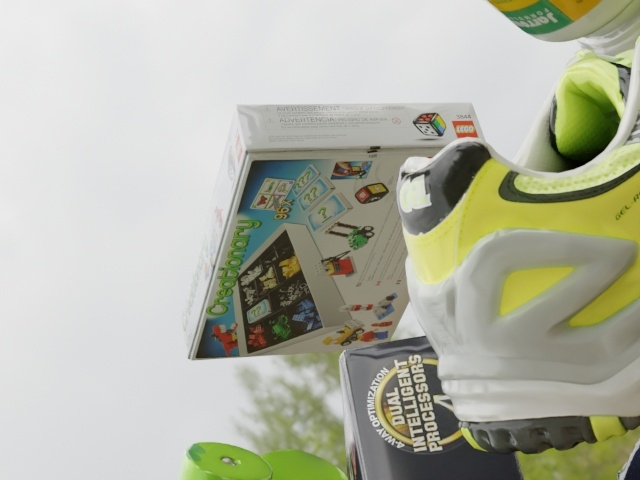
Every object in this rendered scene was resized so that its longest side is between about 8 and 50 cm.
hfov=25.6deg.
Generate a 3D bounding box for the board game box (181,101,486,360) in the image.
[{"bbox_3d":[0.000,0.000,1.181,0.193,0.053,0.305,-2,-34,-17],"label":"board game box"}]

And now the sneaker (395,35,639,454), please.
[{"bbox_3d":[0.201,-0.045,0.692,0.385,0.145,0.147,-31,-80,-32],"label":"sneaker"}]

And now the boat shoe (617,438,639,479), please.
[{"bbox_3d":[0.244,0.204,0.804,0.127,0.158,0.340,-25,-33,-14],"label":"boat shoe"}]

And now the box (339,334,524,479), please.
[{"bbox_3d":[0.084,0.291,0.842,0.097,0.318,0.395,-9,-37,-4],"label":"box"}]

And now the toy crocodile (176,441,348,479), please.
[{"bbox_3d":[-0.087,0.214,0.919,0.340,0.105,0.115,-11,-62,-65],"label":"toy crocodile"}]

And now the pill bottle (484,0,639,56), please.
[{"bbox_3d":[0.131,-0.192,0.842,0.208,0.117,0.117,31,-88,-28],"label":"pill bottle"}]
